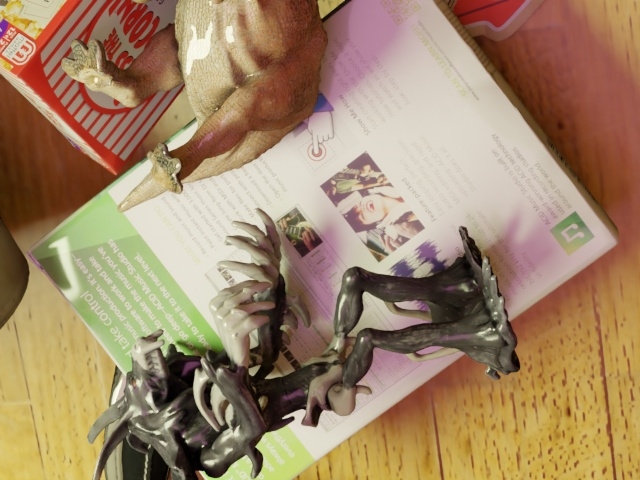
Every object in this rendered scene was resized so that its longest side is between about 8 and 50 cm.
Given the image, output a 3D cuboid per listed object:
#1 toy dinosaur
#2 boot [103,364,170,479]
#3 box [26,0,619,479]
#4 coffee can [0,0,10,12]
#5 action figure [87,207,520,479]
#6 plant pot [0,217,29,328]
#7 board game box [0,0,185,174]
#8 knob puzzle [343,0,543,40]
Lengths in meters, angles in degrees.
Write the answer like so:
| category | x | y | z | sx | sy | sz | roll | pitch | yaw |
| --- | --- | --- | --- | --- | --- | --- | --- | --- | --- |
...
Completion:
| category | x | y | z | sx | sy | sz | roll | pitch | yaw |
| --- | --- | --- | --- | --- | --- | --- | --- | --- | --- |
| toy dinosaur | -0.036 | -0.137 | 1.130 | 0.127 | 0.200 | 0.296 | 32 | 123 | 34 |
| boot | -0.054 | 0.106 | 1.326 | 0.178 | 0.085 | 0.236 | 14 | 110 | 7 |
| box | 0.000 | 0.000 | 1.229 | 0.322 | 0.058 | 0.232 | -37 | 93 | 11 |
| coffee can | -0.198 | -0.299 | 1.167 | 0.201 | 0.201 | 0.275 | 23 | 112 | 6 |
| action figure | -0.027 | 0.060 | 1.138 | 0.275 | 0.164 | 0.141 | -18 | 117 | 1 |
| plant pot | -0.395 | -0.025 | 1.221 | 0.323 | 0.323 | 0.280 | -18 | 111 | 19 |
| board game box | -0.115 | -0.155 | 1.181 | 0.045 | 0.147 | 0.193 | 33 | 83 | 28 |
| knob puzzle | 0.088 | -0.220 | 1.212 | 0.213 | 0.030 | 0.213 | 4 | 108 | 13 |
